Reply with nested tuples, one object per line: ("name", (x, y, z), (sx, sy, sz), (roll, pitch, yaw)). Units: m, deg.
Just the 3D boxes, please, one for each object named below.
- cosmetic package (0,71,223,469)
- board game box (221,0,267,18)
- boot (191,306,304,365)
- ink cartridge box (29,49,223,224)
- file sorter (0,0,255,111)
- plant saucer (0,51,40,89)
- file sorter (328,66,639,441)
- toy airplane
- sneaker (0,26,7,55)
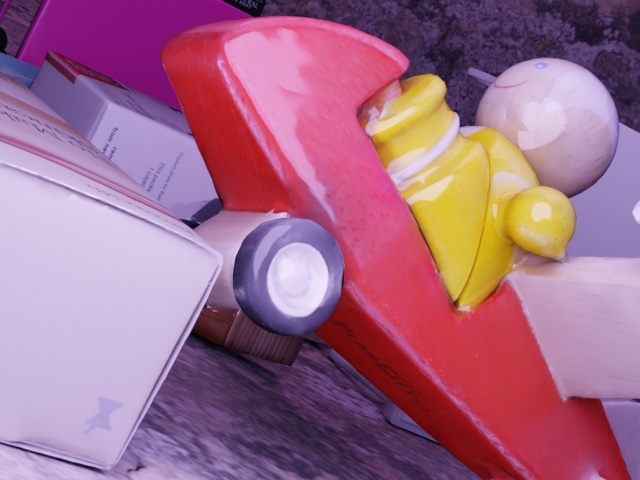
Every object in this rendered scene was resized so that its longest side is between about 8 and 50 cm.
("cosmetic package", (-0.195, -0.015, 0.992), (0.153, 0.129, 0.296), (25, 8, -37))
("board game box", (-0.161, -0.295, 1.993), (0.186, 0.026, 0.126), (24, 4, -34))
("boot", (-0.083, 0.026, 1.396), (0.152, 0.073, 0.197), (23, 5, -5))
("ink cartridge box", (-0.109, -0.037, 1.556), (0.273, 0.114, 0.197), (25, 7, -28))
("file sorter", (-0.193, -0.183, 1.974), (0.291, 0.202, 0.182), (25, 4, -27))
("plant saucer", (-0.367, -0.169, 1.675), (0.317, 0.043, 0.317), (21, 5, -2))
("file sorter", (0.158, 0.027, 1.501), (0.193, 0.277, 0.173), (25, 3, -27))
("toy airplane", (0.106, 0.025, 1.082), (0.386, 0.272, 0.384), (26, -20, 16))
("sneaker", (-0.378, -0.209, 2.064), (0.089, 0.051, 0.170), (31, 12, 22))
